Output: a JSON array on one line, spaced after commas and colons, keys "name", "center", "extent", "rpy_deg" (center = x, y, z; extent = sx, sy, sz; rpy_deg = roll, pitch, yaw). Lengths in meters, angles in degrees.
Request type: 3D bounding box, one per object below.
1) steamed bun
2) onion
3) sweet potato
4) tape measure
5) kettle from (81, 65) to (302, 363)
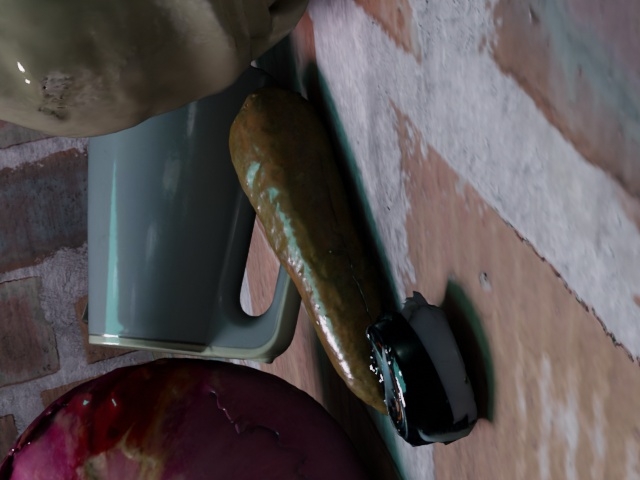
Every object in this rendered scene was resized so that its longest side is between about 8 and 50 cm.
[{"name": "steamed bun", "center": [-0.102, -0.219, 0.801], "extent": [0.324, 0.219, 0.309], "rpy_deg": [1, -90, -78]}, {"name": "onion", "center": [-0.117, 0.289, 1.067], "extent": [0.345, 0.358, 0.358], "rpy_deg": [89, 163, -61]}, {"name": "sweet potato", "center": [0.000, 0.000, 0.898], "extent": [0.075, 0.075, 0.273], "rpy_deg": [105, 145, -64]}, {"name": "tape measure", "center": [0.060, 0.083, 0.746], "extent": [0.094, 0.054, 0.091], "rpy_deg": [91, 160, -68]}, {"name": "kettle", "center": [-0.099, -0.023, 1.026], "extent": [0.160, 0.210, 0.243], "rpy_deg": [23, -110, -71]}]
